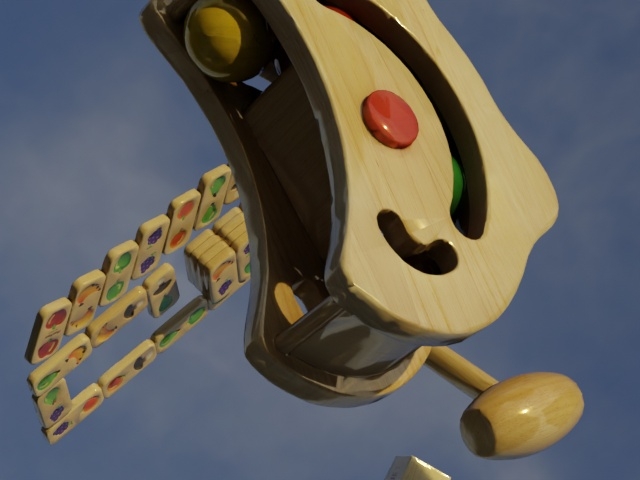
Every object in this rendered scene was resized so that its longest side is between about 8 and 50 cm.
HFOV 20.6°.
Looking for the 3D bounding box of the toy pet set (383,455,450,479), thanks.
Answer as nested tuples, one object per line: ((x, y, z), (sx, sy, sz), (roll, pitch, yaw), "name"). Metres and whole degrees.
((0.093, 0.208, 1.271), (0.114, 0.065, 0.122), (30, -14, -10), "toy pet set")

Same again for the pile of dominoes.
((-0.121, 0.050, 1.377), (0.040, 0.251, 0.196), (41, -21, 21), "pile of dominoes")

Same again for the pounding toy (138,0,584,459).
((0.000, 0.000, 0.801), (0.155, 0.154, 0.270), (-40, -101, 42), "pounding toy")
